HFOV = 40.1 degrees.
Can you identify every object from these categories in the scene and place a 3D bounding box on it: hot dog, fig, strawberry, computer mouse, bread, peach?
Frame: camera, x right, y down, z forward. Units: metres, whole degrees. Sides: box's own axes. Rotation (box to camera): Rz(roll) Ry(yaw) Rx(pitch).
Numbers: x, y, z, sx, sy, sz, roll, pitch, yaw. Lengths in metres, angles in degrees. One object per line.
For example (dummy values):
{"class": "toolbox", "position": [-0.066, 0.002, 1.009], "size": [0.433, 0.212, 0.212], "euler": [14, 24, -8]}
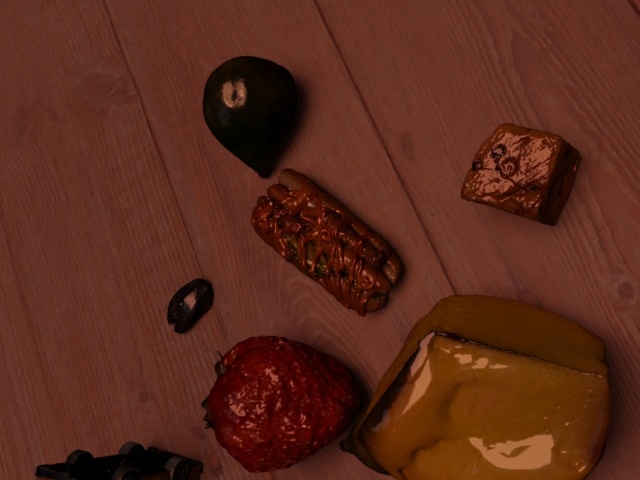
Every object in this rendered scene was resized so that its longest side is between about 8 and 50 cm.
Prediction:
{"class": "hot dog", "position": [0.000, 0.000, 1.673], "size": [0.349, 0.117, 0.158], "euler": [41, 103, 28]}
{"class": "fig", "position": [0.096, 0.361, 1.556], "size": [0.184, 0.126, 0.133], "euler": [-24, 84, 21]}
{"class": "strawberry", "position": [-0.062, 0.295, 1.598], "size": [0.276, 0.257, 0.258], "euler": [-6, 78, 15]}
{"class": "computer mouse", "position": [-0.284, 0.137, 1.855], "size": [0.079, 0.047, 0.135], "euler": [46, 107, 28]}
{"class": "bread", "position": [0.339, -0.109, 1.476], "size": [0.143, 0.158, 0.149], "euler": [22, 92, 26]}
{"class": "peach", "position": [0.255, 0.258, 1.407], "size": [0.380, 0.242, 0.306], "euler": [7, 104, 10]}
{"class": "fig", "position": [-0.134, -0.245, 1.763], "size": [0.195, 0.195, 0.245], "euler": [-10, 97, 28]}

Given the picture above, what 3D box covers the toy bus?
{"class": "toy bus", "position": [-0.393, 0.508, 1.698], "size": [0.161, 0.323, 0.194], "euler": [8, 89, 31]}
